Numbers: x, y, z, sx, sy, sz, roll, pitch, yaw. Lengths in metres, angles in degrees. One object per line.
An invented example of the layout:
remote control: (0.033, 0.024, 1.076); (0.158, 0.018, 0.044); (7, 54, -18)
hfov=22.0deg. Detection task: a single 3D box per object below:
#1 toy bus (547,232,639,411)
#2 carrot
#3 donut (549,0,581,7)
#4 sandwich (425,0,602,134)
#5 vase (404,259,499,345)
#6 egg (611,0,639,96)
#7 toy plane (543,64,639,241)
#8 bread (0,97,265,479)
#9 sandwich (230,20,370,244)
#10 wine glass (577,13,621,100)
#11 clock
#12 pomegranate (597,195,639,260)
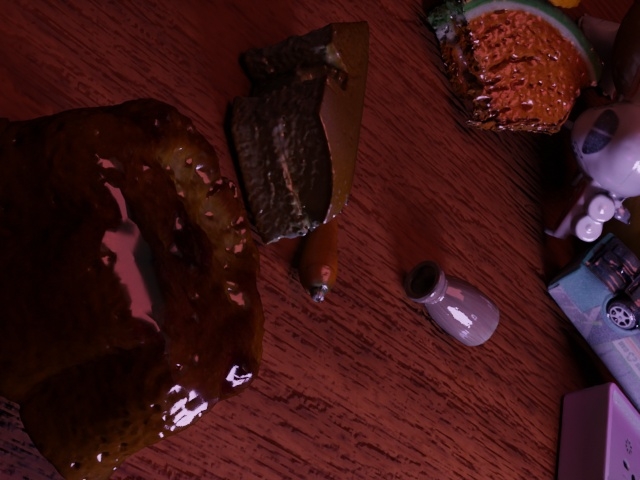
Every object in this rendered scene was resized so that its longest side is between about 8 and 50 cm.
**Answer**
toy bus: (0.373, 0.118, 1.859); (0.261, 0.109, 0.091); (53, 48, -2)
carrot: (0.000, 0.000, 1.441); (0.035, 0.035, 0.142); (49, 31, -36)
donut: (0.216, -0.400, 1.817); (0.303, 0.110, 0.303); (39, 25, -22)
sandwich: (0.213, -0.197, 1.816); (0.235, 0.079, 0.159); (0, 93, -40)
vase: (0.127, 0.060, 1.599); (0.101, 0.053, 0.053); (36, 47, -41)
egg: (0.452, -0.227, 1.976); (0.203, 0.245, 0.203); (16, 57, -25)
toy plane: (0.331, -0.111, 1.874); (0.118, 0.252, 0.252); (27, 45, -9)
bread: (-0.136, 0.017, 1.103); (0.246, 0.135, 0.232); (67, 27, -12)
sandwich: (-0.014, -0.117, 1.413); (0.088, 0.090, 0.244); (51, 37, -38)
wine glass: (0.438, -0.267, 2.141); (0.122, 0.183, 0.122); (38, 45, -49)
clock: (0.335, 0.272, 1.829); (0.197, 0.063, 0.150); (47, 39, -37)
pomegranate: (0.477, 0.021, 1.964); (0.307, 0.307, 0.307); (33, 49, -48)
